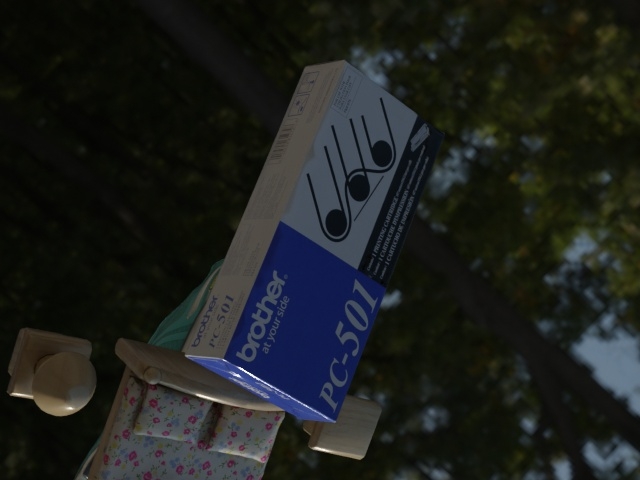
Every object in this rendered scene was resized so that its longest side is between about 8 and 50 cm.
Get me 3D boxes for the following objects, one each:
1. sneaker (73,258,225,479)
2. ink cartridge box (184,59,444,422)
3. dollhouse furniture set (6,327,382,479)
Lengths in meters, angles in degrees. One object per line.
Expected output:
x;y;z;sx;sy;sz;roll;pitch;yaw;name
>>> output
-0.117;0.129;1.306;0.275;0.107;0.110;-54;-151;-12;sneaker
0.000;0.000;0.965;0.046;0.097;0.207;-1;-119;53;ink cartridge box
-0.120;0.239;1.021;0.174;0.355;0.303;30;-78;57;dollhouse furniture set
